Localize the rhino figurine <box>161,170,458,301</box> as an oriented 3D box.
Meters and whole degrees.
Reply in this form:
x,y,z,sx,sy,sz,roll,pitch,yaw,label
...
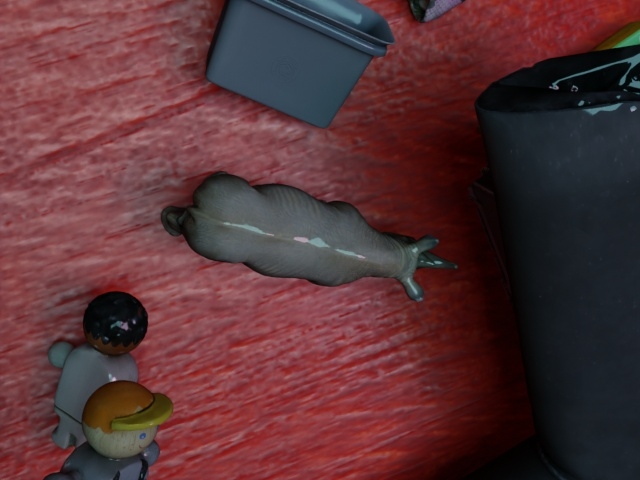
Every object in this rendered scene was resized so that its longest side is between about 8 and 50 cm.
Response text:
x,y,z,sx,sy,sz,roll,pitch,yaw,label
0.000,0.000,0.694,0.243,0.106,0.073,13,93,-17,rhino figurine

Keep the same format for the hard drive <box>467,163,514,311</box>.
x,y,z,sx,sy,sz,roll,pitch,yaw,label
0.308,-0.044,0.766,0.339,0.064,0.237,-32,121,-9,hard drive

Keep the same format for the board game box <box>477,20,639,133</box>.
x,y,z,sx,sy,sz,roll,pitch,yaw,label
0.242,-0.112,0.782,0.181,0.043,0.092,-34,105,-10,board game box

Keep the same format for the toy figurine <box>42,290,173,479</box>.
x,y,z,sx,sy,sz,roll,pitch,yaw,label
-0.211,0.104,0.592,0.210,0.213,0.148,13,107,-16,toy figurine

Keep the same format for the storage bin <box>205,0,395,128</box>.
x,y,z,sx,sy,sz,roll,pitch,yaw,label
-0.026,-0.156,0.684,0.135,0.098,0.091,21,118,-18,storage bin

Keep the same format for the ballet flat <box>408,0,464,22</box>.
x,y,z,sx,sy,sz,roll,pitch,yaw,label
0.050,-0.255,0.671,0.079,0.077,0.221,-46,129,-3,ballet flat

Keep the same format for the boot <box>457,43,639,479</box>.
x,y,z,sx,sy,sz,roll,pitch,yaw,label
0.165,0.095,0.644,0.367,0.146,0.445,-18,125,-11,boot
